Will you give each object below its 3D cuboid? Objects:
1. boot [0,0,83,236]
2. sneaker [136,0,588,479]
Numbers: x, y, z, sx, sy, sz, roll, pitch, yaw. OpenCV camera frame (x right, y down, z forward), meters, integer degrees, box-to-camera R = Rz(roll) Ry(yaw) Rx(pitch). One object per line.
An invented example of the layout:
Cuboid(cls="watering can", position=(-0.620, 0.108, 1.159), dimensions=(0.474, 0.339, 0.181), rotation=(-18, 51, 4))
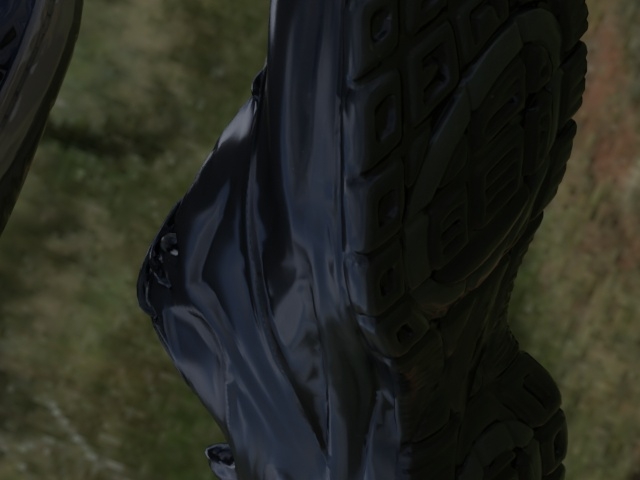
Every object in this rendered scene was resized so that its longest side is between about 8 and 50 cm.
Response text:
Cuboid(cls="boot", position=(-0.270, -0.060, 0.752), dimensions=(0.138, 0.284, 0.377), rotation=(-43, 25, 47))
Cuboid(cls="sneaker", position=(0.000, 0.000, 0.535), dimensions=(0.109, 0.130, 0.286), rotation=(-37, -41, -40))
